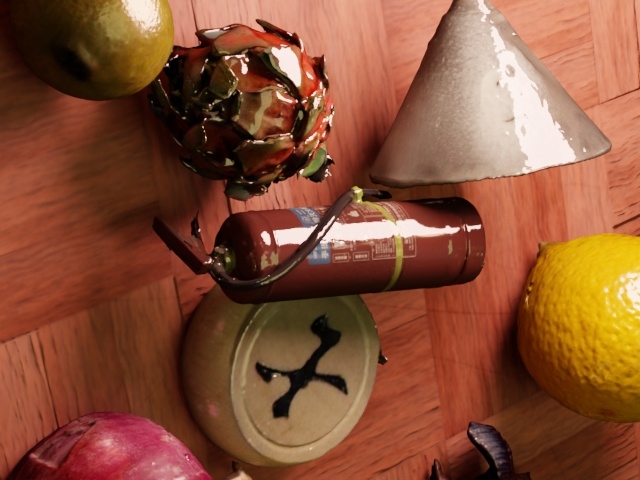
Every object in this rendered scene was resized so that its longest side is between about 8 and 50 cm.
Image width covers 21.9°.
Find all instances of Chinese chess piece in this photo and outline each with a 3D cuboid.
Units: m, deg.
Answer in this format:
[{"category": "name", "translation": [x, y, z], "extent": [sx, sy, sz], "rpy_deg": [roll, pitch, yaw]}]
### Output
[{"category": "Chinese chess piece", "translation": [-0.039, 0.128, 1.780], "extent": [0.238, 0.092, 0.237], "rpy_deg": [-8, 103, -39]}]

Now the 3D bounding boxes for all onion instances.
[{"category": "onion", "translation": [-0.175, 0.305, 1.618], "extent": [0.272, 0.230, 0.256], "rpy_deg": [-51, 125, -11]}]

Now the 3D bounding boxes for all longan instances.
[{"category": "longan", "translation": [-0.213, -0.211, 1.549], "extent": [0.145, 0.176, 0.154], "rpy_deg": [-14, 126, 7]}]

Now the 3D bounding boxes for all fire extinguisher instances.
[{"category": "fire extinguisher", "translation": [0.000, 0.000, 1.697], "extent": [0.341, 0.141, 0.105], "rpy_deg": [-3, 127, -30]}]

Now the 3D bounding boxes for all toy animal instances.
[{"category": "toy animal", "translation": [0.215, 0.326, 2.010], "extent": [0.179, 0.116, 0.218], "rpy_deg": [-2, 98, -39]}]

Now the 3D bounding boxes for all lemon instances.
[{"category": "lemon", "translation": [0.360, 0.108, 1.998], "extent": [0.228, 0.253, 0.228], "rpy_deg": [-16, 120, -29]}]

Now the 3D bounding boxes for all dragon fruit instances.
[{"category": "dragon fruit", "translation": [-0.071, -0.133, 1.654], "extent": [0.182, 0.182, 0.188], "rpy_deg": [-60, 168, -13]}]

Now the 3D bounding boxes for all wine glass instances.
[{"category": "wine glass", "translation": [0.155, -0.273, 1.765], "extent": [0.267, 0.267, 0.406], "rpy_deg": [-19, 106, -36]}]
